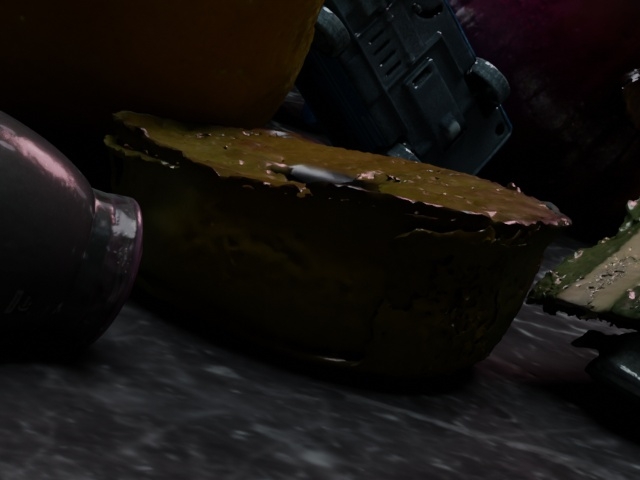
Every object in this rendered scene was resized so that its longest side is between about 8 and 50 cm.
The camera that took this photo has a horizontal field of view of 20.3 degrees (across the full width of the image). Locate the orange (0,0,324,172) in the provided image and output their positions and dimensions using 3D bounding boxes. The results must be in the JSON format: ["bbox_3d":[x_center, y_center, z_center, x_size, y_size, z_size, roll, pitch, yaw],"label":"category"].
[{"bbox_3d":[-0.133,-0.149,1.176,0.262,0.196,0.334,3,-20,-16],"label":"orange"}]

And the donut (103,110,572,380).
[{"bbox_3d":[0.000,0.000,1.031,0.272,0.107,0.272,14,9,-2],"label":"donut"}]

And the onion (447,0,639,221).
[{"bbox_3d":[0.265,-0.212,1.503,0.348,0.385,0.348,23,46,-26],"label":"onion"}]

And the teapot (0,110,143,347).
[{"bbox_3d":[-0.164,0.005,0.867,0.146,0.148,0.116,22,47,-23],"label":"teapot"}]

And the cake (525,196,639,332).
[{"bbox_3d":[0.263,-0.014,1.086,0.283,0.172,0.158,10,-8,-42],"label":"cake"}]

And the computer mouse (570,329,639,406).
[{"bbox_3d":[0.245,0.093,0.990,0.229,0.068,0.113,5,-8,27],"label":"computer mouse"}]

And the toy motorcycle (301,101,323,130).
[{"bbox_3d":[0.065,-0.146,1.685,0.135,0.092,0.254,7,20,20],"label":"toy motorcycle"}]

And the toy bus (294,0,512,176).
[{"bbox_3d":[0.038,-0.144,1.351,0.134,0.113,0.246,25,-25,50],"label":"toy bus"}]
